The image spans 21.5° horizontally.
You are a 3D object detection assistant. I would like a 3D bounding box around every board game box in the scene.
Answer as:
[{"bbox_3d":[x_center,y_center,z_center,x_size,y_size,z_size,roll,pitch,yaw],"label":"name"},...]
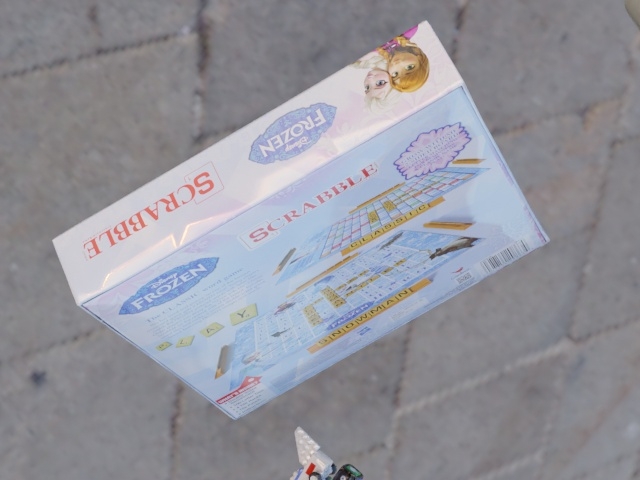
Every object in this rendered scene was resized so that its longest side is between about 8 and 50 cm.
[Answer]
[{"bbox_3d":[0.000,0.000,1.325,0.319,0.066,0.318,-30,153,5],"label":"board game box"}]

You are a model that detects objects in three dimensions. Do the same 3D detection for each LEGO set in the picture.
[{"bbox_3d":[-0.053,0.284,1.595,0.244,0.060,0.182,-45,162,-18],"label":"LEGO set"}]

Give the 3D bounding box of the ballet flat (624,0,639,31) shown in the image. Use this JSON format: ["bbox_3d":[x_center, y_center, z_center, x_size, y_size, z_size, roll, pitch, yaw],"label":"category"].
[{"bbox_3d":[0.270,-0.085,1.009,0.213,0.072,0.068,26,65,-20],"label":"ballet flat"}]
